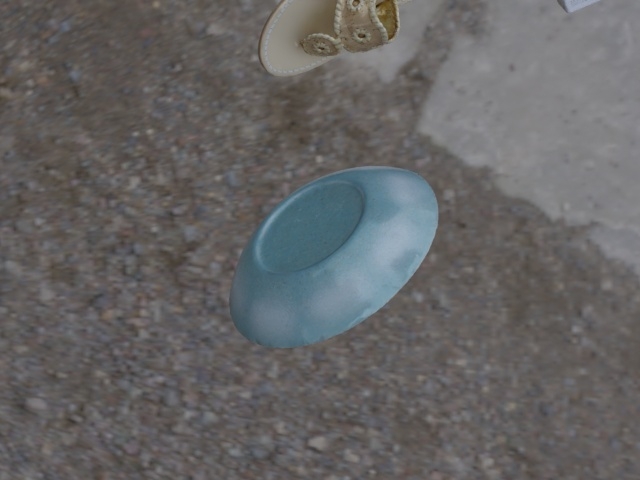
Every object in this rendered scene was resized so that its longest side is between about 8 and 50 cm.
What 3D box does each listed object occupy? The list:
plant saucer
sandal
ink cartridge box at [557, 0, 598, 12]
[{"bbox_3d":[0.000,0.000,1.215,0.195,0.195,0.037,-51,125,-19],"label":"plant saucer"},{"bbox_3d":[0.053,-0.226,1.453,0.240,0.079,0.088,-32,125,-5],"label":"sandal"},{"bbox_3d":[0.292,-0.331,1.698,0.088,0.052,0.122,-22,115,4],"label":"ink cartridge box"}]
